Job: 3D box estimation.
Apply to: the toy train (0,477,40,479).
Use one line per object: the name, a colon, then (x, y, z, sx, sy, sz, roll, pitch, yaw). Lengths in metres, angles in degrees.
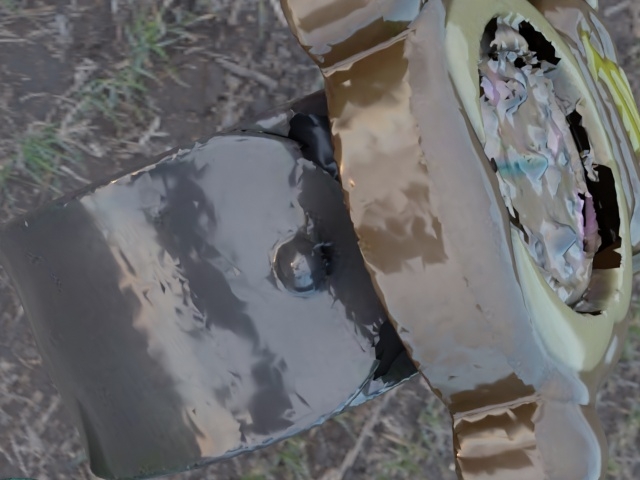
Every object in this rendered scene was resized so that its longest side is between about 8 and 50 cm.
toy train: (-0.194, 0.311, 0.815, 0.120, 0.194, 0.298, -10, 131, -12)

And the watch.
watch: (0.000, 0.000, 0.733, 0.335, 0.327, 0.314, -32, 101, -57)
